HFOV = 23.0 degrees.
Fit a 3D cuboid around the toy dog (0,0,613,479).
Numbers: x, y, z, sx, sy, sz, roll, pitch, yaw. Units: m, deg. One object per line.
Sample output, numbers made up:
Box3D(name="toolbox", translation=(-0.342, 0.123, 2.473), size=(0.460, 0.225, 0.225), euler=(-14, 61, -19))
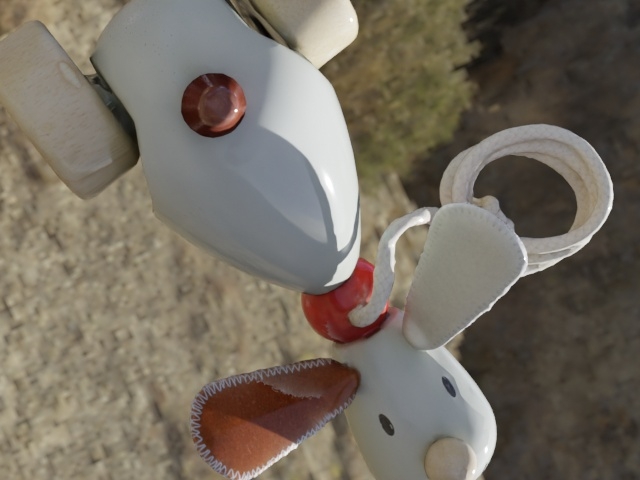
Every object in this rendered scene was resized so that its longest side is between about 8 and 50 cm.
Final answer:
Box3D(name="toy dog", translation=(0.000, 0.000, 0.724), size=(0.333, 0.220, 0.161), euler=(33, 9, -23))
